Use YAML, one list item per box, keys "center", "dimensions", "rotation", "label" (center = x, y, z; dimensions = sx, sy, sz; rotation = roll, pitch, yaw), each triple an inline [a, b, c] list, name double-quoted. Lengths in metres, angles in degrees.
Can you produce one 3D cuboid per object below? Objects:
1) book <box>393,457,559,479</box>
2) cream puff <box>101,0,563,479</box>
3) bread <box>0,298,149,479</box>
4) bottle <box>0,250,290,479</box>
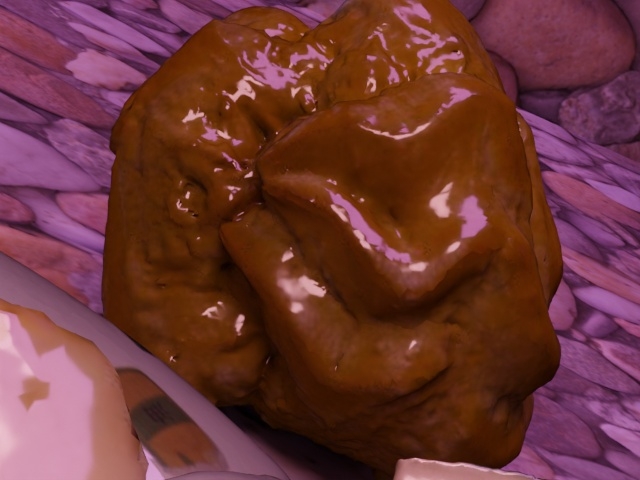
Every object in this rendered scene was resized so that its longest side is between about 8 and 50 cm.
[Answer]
- center: [0.206, 0.187, 0.898]
  dimensions: [0.371, 0.043, 0.260]
  rotation: [7, -28, 3]
  label: "book"
- center: [0.002, 0.007, 1.207]
  dimensions: [0.270, 0.323, 0.274]
  rotation: [-6, 3, -19]
  label: "cream puff"
- center: [-0.233, 0.046, 0.522]
  dimensions: [0.315, 0.279, 0.248]
  rotation: [-9, 41, 13]
  label: "bread"
- center: [-0.093, 0.148, 0.752]
  dimensions: [0.352, 0.229, 0.229]
  rotation: [32, 17, 6]
  label: "bottle"
